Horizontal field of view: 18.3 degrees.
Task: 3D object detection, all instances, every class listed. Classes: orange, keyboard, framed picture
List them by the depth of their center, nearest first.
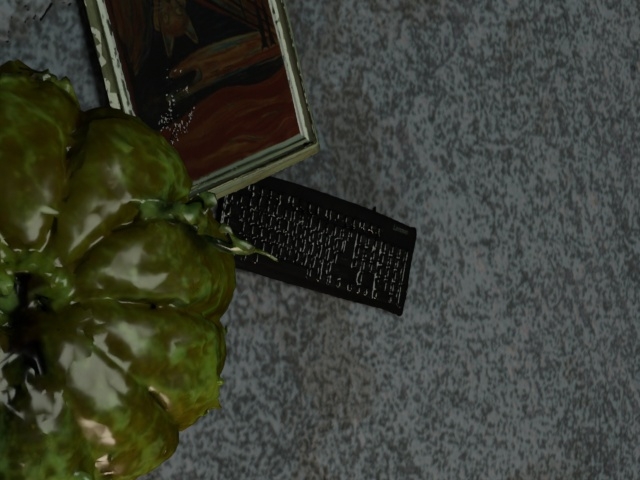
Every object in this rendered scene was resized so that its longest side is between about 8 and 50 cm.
[{"bbox_3d":[-0.203,0.048,1.262,0.300,0.223,0.301,26,77,-7],"label":"orange"},{"bbox_3d":[-0.094,-0.167,1.537,0.216,0.016,0.273,-28,110,-45],"label":"framed picture"},{"bbox_3d":[0.000,0.000,1.670,0.250,0.017,0.087,18,80,-48],"label":"keyboard"}]
